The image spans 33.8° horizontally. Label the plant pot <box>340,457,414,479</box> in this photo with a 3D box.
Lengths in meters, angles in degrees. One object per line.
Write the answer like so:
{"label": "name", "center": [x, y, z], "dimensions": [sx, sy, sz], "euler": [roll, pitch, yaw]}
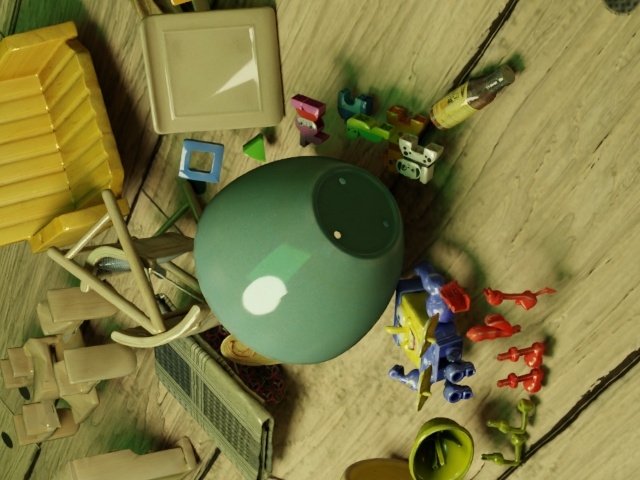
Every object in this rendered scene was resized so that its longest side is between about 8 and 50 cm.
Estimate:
{"label": "plant pot", "center": [0.098, 0.487, 1.661], "dimensions": [0.254, 0.254, 0.239], "euler": [20, 111, 36]}

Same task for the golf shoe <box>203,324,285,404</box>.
{"label": "golf shoe", "center": [-0.130, 0.215, 1.858], "dimensions": [0.186, 0.067, 0.086], "euler": [46, 167, 10]}

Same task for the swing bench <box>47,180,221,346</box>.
{"label": "swing bench", "center": [-0.251, 0.053, 1.700], "dimensions": [0.165, 0.253, 0.254], "euler": [-43, 78, 20]}

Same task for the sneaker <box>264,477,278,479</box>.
{"label": "sneaker", "center": [-0.034, 0.507, 1.922], "dimensions": [0.212, 0.080, 0.094], "euler": [16, 135, 46]}

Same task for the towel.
{"label": "towel", "center": [-0.191, 0.271, 1.894], "dimensions": [0.324, 0.056, 0.312], "euler": [45, 152, 22]}

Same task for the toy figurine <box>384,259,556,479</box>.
{"label": "toy figurine", "center": [0.181, 0.149, 1.495], "dimensions": [0.217, 0.191, 0.362], "euler": [-120, 22, -49]}

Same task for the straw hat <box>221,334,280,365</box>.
{"label": "straw hat", "center": [-0.097, 0.153, 1.776], "dimensions": [0.144, 0.145, 0.061], "euler": [128, 148, -46]}

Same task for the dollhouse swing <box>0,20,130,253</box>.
{"label": "dollhouse swing", "center": [-0.554, -0.153, 1.809], "dimensions": [0.315, 0.305, 0.346], "euler": [-22, 82, 59]}

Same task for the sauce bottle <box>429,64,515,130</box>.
{"label": "sauce bottle", "center": [0.192, -0.182, 1.330], "dimensions": [0.128, 0.042, 0.042], "euler": [-32, 88, 46]}

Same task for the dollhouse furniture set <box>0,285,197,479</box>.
{"label": "dollhouse furniture set", "center": [-0.451, 0.331, 2.163], "dimensions": [0.362, 0.257, 0.394], "euler": [-45, 58, 47]}

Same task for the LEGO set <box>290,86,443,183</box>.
{"label": "LEGO set", "center": [0.074, -0.134, 1.442], "dimensions": [0.227, 0.087, 0.093], "euler": [24, 130, 25]}

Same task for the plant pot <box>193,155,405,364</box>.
{"label": "plant pot", "center": [0.000, 0.000, 1.418], "dimensions": [0.290, 0.290, 0.195], "euler": [56, 143, 4]}

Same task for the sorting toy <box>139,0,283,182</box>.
{"label": "sorting toy", "center": [-0.158, -0.255, 1.557], "dimensions": [0.047, 0.196, 0.347], "euler": [-102, 7, -64]}

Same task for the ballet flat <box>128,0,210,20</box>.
{"label": "ballet flat", "center": [-0.249, -0.391, 1.601], "dimensions": [0.124, 0.116, 0.342], "euler": [-33, 88, 30]}
